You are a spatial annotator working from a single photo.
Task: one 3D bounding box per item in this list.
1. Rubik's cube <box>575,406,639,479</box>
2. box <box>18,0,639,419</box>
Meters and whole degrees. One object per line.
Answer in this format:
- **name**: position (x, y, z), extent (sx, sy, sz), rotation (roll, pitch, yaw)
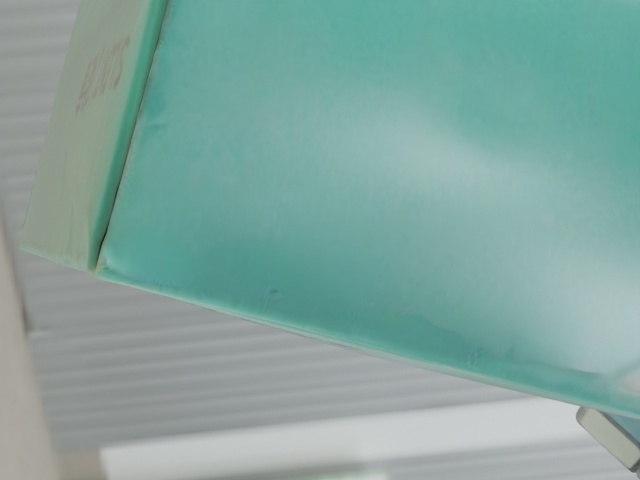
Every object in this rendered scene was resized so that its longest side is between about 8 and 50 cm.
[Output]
- **Rubik's cube**: position (0.368, 0.091, 1.219), extent (0.256, 0.259, 0.253), rotation (43, -15, 13)
- **box**: position (0.016, -0.023, 0.580), extent (0.311, 0.205, 0.118), rotation (-176, -81, -76)
